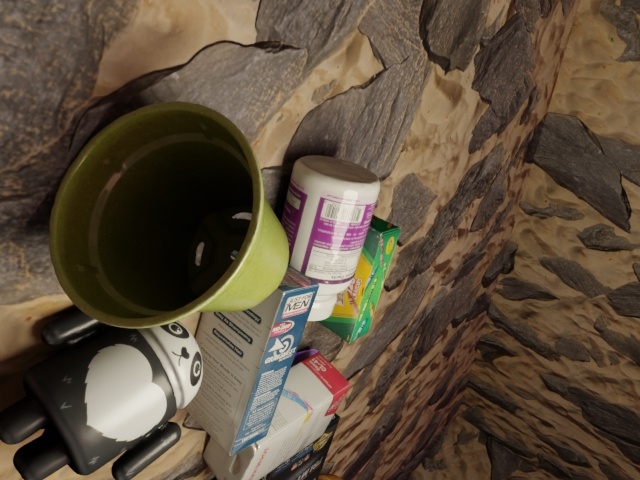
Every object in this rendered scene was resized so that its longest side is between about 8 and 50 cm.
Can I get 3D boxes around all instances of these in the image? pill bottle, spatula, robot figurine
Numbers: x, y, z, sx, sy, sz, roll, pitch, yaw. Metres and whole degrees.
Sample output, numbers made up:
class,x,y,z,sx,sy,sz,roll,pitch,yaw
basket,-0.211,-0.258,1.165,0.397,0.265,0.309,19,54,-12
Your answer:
class,x,y,z,sx,sy,sz,roll,pitch,yaw
pill bottle,0.000,0.000,0.967,0.169,0.169,0.301,-14,127,-49
spatula,-0.113,0.339,1.213,0.296,0.030,0.084,-15,127,-48
robot figurine,-0.305,0.218,0.714,0.278,0.173,0.209,-29,139,-38

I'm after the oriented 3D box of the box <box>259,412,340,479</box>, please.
class,x,y,z,sx,sy,sz,roll,pitch,yaw
box,-0.087,0.684,1.494,0.295,0.073,0.293,-13,125,-49

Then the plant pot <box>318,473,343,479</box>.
class,x,y,z,sx,sy,sz,roll,pitch,yaw
plant pot,-0.024,0.906,1.659,0.188,0.205,0.205,21,98,-43

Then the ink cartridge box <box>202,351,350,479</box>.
class,x,y,z,sx,sy,sz,roll,pitch,yaw
ink cartridge box,-0.100,0.430,1.172,0.306,0.131,0.226,-15,139,-45

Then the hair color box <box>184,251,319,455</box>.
class,x,y,z,sx,sy,sz,roll,pitch,yaw
hair color box,-0.142,0.200,0.926,0.105,0.174,0.347,-6,120,-53

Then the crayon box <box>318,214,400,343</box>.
class,x,y,z,sx,sy,sz,roll,pitch,yaw
crayon box,0.057,0.066,1.104,0.081,0.165,0.278,-17,128,-48

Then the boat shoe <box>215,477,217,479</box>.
class,x,y,z,sx,sy,sz,roll,pitch,yaw
boat shoe,-0.237,0.632,1.228,0.302,0.109,0.098,45,37,-57

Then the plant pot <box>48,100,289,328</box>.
class,x,y,z,sx,sy,sz,roll,pitch,yaw
plant pot,-0.165,-0.004,0.682,0.276,0.276,0.254,-57,159,-5
